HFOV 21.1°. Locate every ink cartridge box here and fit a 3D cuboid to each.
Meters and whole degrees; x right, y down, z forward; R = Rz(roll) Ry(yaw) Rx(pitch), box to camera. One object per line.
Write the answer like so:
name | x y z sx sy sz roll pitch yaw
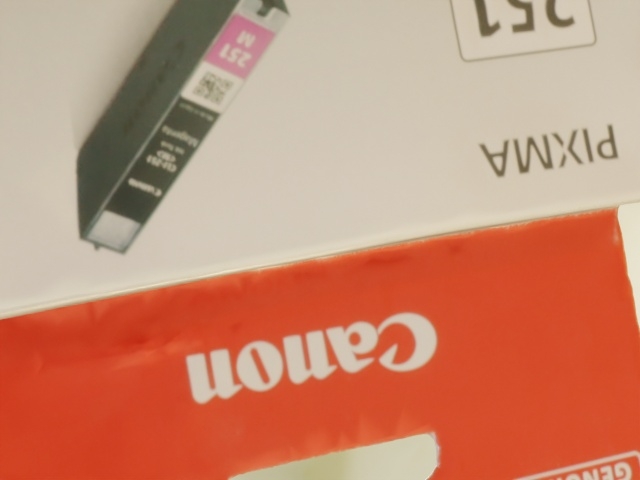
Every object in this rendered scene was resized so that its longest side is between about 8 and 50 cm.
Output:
ink cartridge box | 0.000 0.000 0.578 0.060 0.275 0.239 165 95 -67
